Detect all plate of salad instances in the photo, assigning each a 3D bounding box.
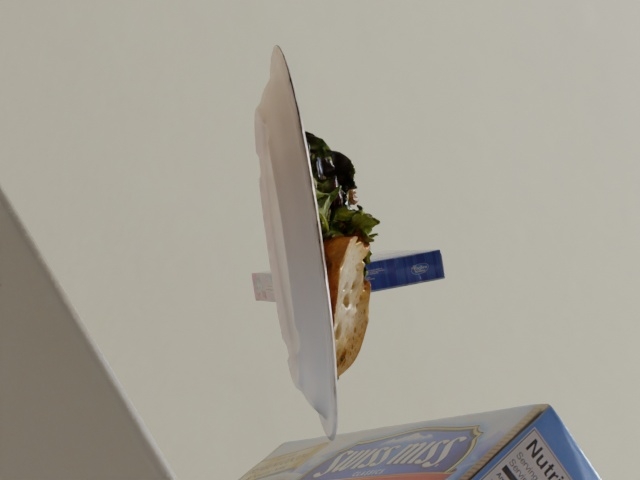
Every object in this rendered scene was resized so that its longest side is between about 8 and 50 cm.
[{"bbox_3d":[0.000,0.000,0.879,0.048,0.200,0.200,-9,-104,-5],"label":"plate of salad"}]

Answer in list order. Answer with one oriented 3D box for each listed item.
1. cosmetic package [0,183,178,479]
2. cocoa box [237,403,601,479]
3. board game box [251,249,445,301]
[{"bbox_3d":[-0.170,0.099,0.799,0.161,0.230,0.453,-29,-115,-12],"label":"cosmetic package"},{"bbox_3d":[0.038,0.266,1.087,0.228,0.347,0.231,-39,-80,-28],"label":"cocoa box"},{"bbox_3d":[0.015,0.021,1.038,0.090,0.090,0.020,-10,-88,-19],"label":"board game box"}]
